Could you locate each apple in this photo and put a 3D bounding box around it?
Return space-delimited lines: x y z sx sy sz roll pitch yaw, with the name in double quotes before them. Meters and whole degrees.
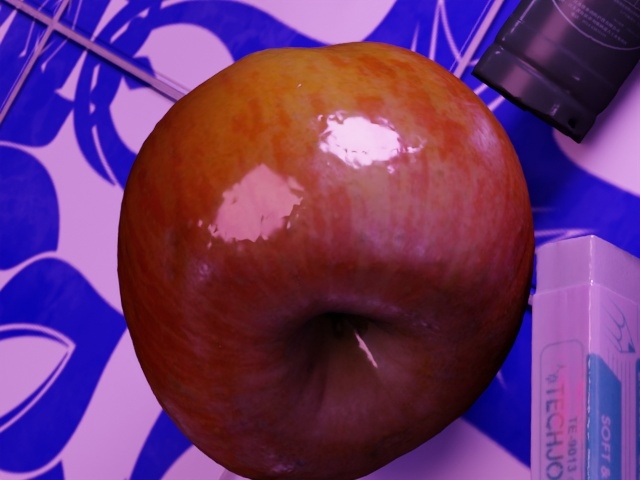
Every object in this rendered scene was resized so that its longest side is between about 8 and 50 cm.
"apple" 0.000 0.000 1.189 0.301 0.301 0.302 -17 61 34

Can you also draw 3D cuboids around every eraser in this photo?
"eraser" 0.181 0.118 1.106 0.052 0.095 0.225 -14 63 40

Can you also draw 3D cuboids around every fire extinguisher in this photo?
"fire extinguisher" 0.238 -0.216 1.210 0.114 0.095 0.311 33 98 -1
